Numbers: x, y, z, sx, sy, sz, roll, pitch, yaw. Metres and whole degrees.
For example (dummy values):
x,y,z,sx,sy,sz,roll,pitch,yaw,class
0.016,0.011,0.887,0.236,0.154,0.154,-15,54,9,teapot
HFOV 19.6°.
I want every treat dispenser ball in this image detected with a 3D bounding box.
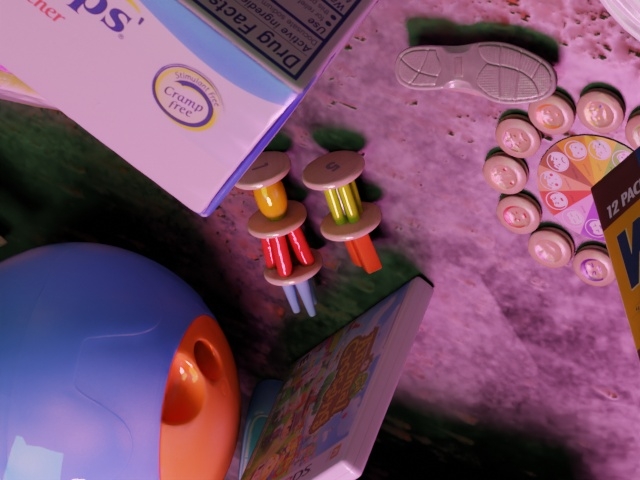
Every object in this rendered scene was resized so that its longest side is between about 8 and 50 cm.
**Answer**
x,y,z,sx,sy,sz,roll,pitch,yaw,class
-0.212,0.145,1.619,0.288,0.288,0.288,16,132,18,treat dispenser ball

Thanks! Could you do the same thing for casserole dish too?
x,y,z,sx,sy,sz,roll,pitch,yaw,class
-0.026,0.209,1.744,0.114,0.037,0.188,22,133,12,casserole dish

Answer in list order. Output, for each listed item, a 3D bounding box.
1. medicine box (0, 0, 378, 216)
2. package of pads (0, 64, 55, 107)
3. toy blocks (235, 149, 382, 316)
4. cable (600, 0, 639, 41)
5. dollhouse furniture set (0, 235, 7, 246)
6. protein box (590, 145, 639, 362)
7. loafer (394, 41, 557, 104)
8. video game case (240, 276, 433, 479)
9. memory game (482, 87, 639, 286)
x,y,z,sx,sy,sz,roll,pitch,yaw,class
-0.089,-0.209,1.251,0.263,0.289,0.149,38,135,-2,medicine box
-0.282,-0.169,1.418,0.229,0.296,0.101,12,91,22,package of pads
0.000,0.000,1.541,0.123,0.054,0.148,2,127,30,toy blocks
0.273,-0.229,1.169,0.257,0.089,0.257,46,135,-12,cable
-0.404,0.083,1.728,0.135,0.262,0.259,43,169,-10,dollhouse furniture set
0.312,0.033,1.223,0.200,0.201,0.136,26,127,-30,protein box
0.120,-0.127,1.385,0.125,0.039,0.045,8,96,21,loafer
0.002,0.146,1.549,0.023,0.212,0.193,39,136,-14,video game case
0.211,-0.037,1.417,0.186,0.012,0.186,16,133,18,memory game
